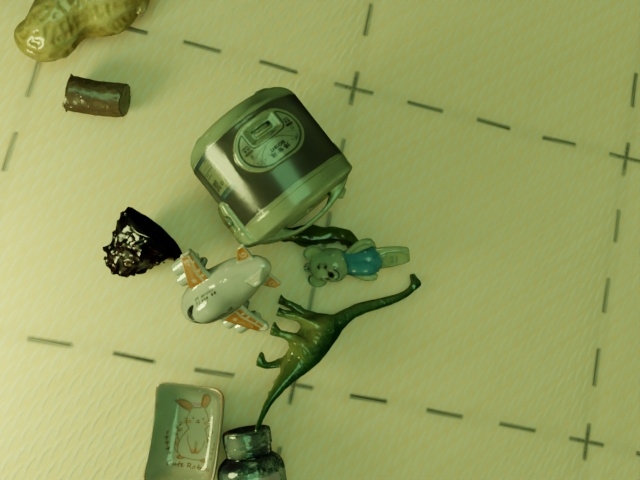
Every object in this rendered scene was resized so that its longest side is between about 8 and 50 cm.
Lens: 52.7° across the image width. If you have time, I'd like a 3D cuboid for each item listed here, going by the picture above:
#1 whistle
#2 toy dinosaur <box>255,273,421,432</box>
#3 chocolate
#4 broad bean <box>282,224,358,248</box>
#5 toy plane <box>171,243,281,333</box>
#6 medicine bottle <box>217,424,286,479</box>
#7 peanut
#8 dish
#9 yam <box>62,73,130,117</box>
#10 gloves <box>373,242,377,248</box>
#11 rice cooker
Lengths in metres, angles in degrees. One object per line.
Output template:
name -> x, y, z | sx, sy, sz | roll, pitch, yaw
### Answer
whistle -> 0.079, 0.049, 1.422 | 0.236, 0.077, 0.114 | -7, 120, 4
toy dinosaur -> 0.031, 0.231, 1.406 | 0.301, 0.087, 0.447 | 21, 69, -8
chocolate -> -0.390, 0.025, 1.359 | 0.156, 0.156, 0.133 | 42, 95, -2
broad bean -> 0.004, -0.007, 1.456 | 0.195, 0.046, 0.061 | 13, 91, -9
toy plane -> -0.197, 0.104, 1.341 | 0.245, 0.117, 0.244 | 3, 124, 4
medicine bottle -> -0.134, 0.534, 1.325 | 0.141, 0.141, 0.293 | -7, 85, -9
peanut -> -0.505, -0.497, 1.392 | 0.325, 0.140, 0.153 | -38, 107, -9
dish -> -0.273, 0.405, 1.342 | 0.151, 0.077, 0.212 | 5, 82, 12
yam -> -0.485, -0.311, 1.402 | 0.127, 0.084, 0.084 | 7, 83, -5
gloves -> 0.120, 0.043, 1.475 | 0.037, 0.044, 0.081 | -18, 108, -47
rice cooker -> -0.100, -0.143, 1.341 | 0.288, 0.288, 0.277 | -36, 90, -11
